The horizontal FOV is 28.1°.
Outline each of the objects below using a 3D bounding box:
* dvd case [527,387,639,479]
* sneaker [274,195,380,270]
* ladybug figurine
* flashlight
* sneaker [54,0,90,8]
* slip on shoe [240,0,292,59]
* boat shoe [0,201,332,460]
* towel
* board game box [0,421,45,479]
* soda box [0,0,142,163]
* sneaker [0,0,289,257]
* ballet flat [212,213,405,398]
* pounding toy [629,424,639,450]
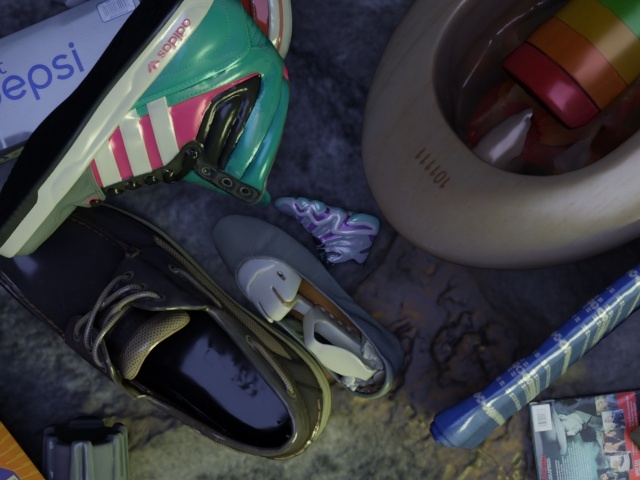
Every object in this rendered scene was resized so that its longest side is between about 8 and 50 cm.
[{"bbox_3d":[0.253,0.182,1.162,0.119,0.013,0.087,-8,91,0],"label":"dvd case"},{"bbox_3d":[0.000,0.000,1.151,0.098,0.038,0.069,15,91,1],"label":"sneaker"},{"bbox_3d":[0.239,-0.148,1.055,0.449,0.162,0.305,-39,62,5],"label":"ladybug figurine"},{"bbox_3d":[-0.207,0.318,1.128,0.103,0.103,0.304,5,98,35],"label":"flashlight"},{"bbox_3d":[-0.273,-0.322,1.130,0.115,0.105,0.281,-26,79,13],"label":"sneaker"},{"bbox_3d":[-0.131,-0.283,1.097,0.101,0.123,0.331,-28,86,-28],"label":"slip on shoe"},{"bbox_3d":[-0.144,0.068,1.110,0.355,0.130,0.132,30,92,0],"label":"boat shoe"},{"bbox_3d":[0.226,0.057,1.050,0.336,0.243,0.040,-40,77,2],"label":"towel"},{"bbox_3d":[-0.422,0.303,0.958,0.356,0.356,0.356,-43,80,12],"label":"board game box"},{"bbox_3d":[-0.270,-0.125,1.125,0.286,0.098,0.091,-23,92,2],"label":"soda box"},{"bbox_3d":[-0.130,-0.067,1.056,0.178,0.124,0.295,34,112,-26],"label":"sneaker"},{"bbox_3d":[-0.013,0.059,1.123,0.213,0.068,0.072,40,122,-7],"label":"ballet flat"},{"bbox_3d":[0.348,0.150,1.106,0.141,0.130,0.100,-41,105,-5],"label":"pounding toy"}]
